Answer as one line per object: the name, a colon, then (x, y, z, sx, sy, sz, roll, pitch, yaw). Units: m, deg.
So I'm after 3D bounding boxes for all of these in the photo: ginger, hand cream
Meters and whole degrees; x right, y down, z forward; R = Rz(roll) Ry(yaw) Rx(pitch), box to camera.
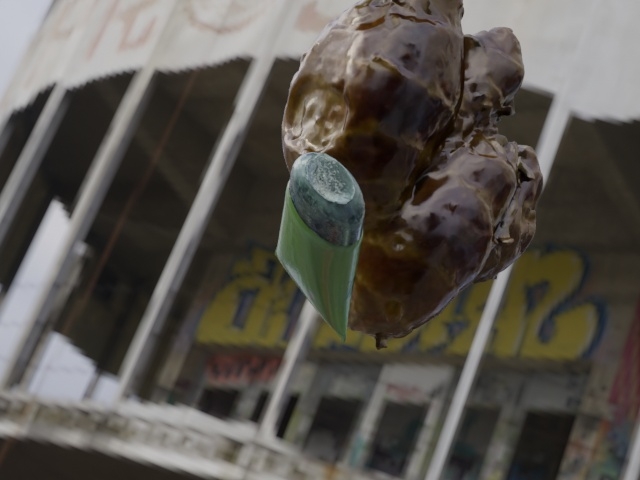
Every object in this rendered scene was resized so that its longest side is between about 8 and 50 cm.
ginger: (0.099, -0.093, 1.608, 0.152, 0.274, 0.357, 15, -58, 65)
hand cream: (0.000, 0.000, 1.229, 0.095, 0.046, 0.175, 50, -21, 21)
